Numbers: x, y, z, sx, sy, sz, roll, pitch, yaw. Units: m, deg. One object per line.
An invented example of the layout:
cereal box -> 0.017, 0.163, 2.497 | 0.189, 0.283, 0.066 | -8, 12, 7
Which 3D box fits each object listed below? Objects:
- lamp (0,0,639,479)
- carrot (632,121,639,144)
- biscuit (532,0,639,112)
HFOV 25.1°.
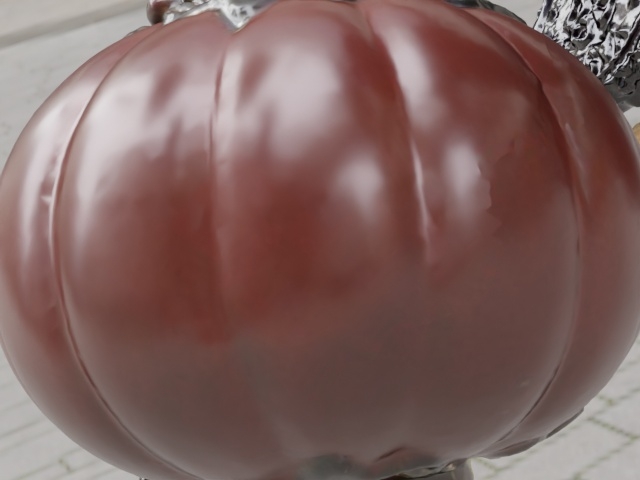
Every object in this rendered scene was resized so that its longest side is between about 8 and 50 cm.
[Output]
lamp -> 0.000, 0.000, 0.658 | 0.303, 0.257, 0.303 | -6, -1, 0
carrot -> 0.187, -0.013, 0.745 | 0.060, 0.060, 0.186 | -13, 25, 11
biscuit -> 0.225, -0.174, 1.100 | 0.053, 0.194, 0.194 | 22, 6, -22
